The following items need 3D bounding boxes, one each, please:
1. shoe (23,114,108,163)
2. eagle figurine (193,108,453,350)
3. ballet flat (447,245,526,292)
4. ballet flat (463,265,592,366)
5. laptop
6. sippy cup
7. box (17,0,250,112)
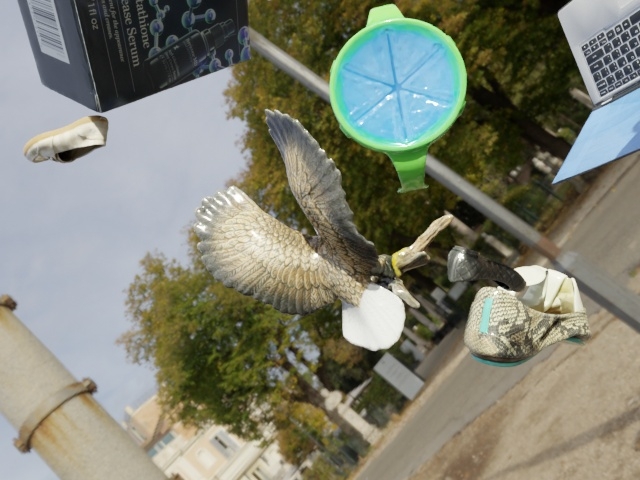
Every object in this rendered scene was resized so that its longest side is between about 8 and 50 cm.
[{"bbox_3d":[-0.507,-0.187,1.085,0.219,0.058,0.077,-15,-2,26],"label":"shoe"},{"bbox_3d":[-0.004,-0.003,0.752,0.225,0.298,0.226,8,72,61],"label":"eagle figurine"},{"bbox_3d":[0.229,0.048,0.758,0.173,0.057,0.049,19,-89,-38],"label":"ballet flat"},{"bbox_3d":[0.448,0.143,1.118,0.483,0.164,0.181,6,-89,-49],"label":"ballet flat"},{"bbox_3d":[0.614,-0.380,1.107,0.237,0.407,0.382,-17,-6,-22],"label":"laptop"},{"bbox_3d":[0.146,-0.259,1.029,0.305,0.240,0.224,-64,-10,2],"label":"sippy cup"},{"bbox_3d":[-0.352,-0.471,1.072,0.395,0.212,0.293,-37,-38,-38],"label":"box"}]
